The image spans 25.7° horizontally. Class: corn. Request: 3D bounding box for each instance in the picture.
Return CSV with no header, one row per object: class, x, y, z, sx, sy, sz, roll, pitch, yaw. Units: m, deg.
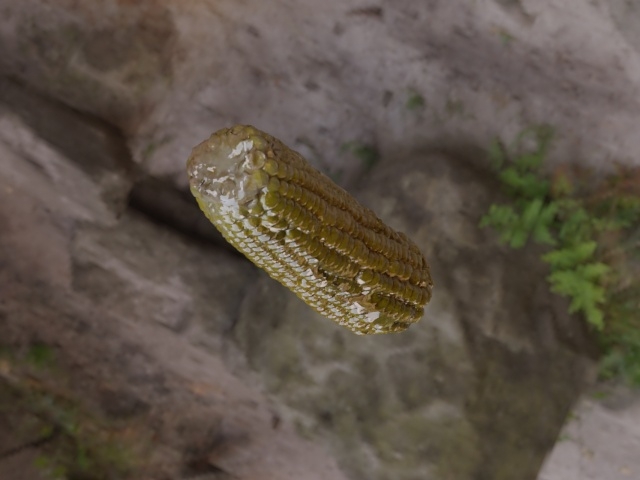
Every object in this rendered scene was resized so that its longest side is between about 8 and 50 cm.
corn,0.000,0.000,1.057,0.097,0.097,0.320,15,168,30
